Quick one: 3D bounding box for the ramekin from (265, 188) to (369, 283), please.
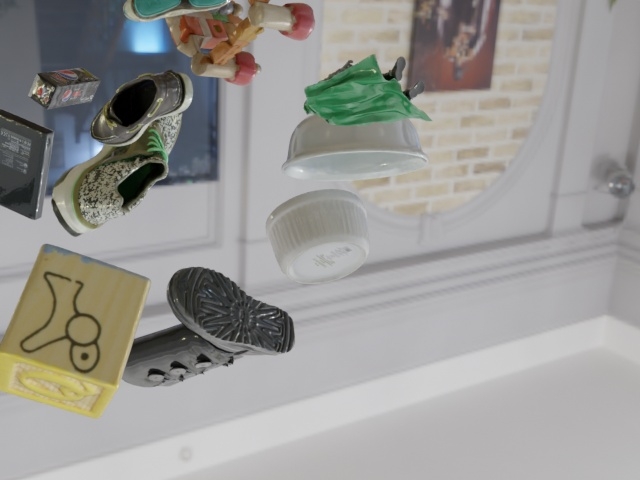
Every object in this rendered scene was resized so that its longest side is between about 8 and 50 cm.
[{"bbox_3d":[0.000,0.000,1.666,0.207,0.207,0.109,-4,-122,-19],"label":"ramekin"}]

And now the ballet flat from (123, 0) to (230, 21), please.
[{"bbox_3d":[-0.203,-0.348,1.196,0.168,0.057,0.052,-20,-166,-29],"label":"ballet flat"}]

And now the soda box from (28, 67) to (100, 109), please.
[{"bbox_3d":[-0.541,-0.324,1.783,0.053,0.060,0.169,34,-158,6],"label":"soda box"}]

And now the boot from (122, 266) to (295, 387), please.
[{"bbox_3d":[-0.340,0.219,1.956,0.445,0.146,0.367,-17,143,37],"label":"boot"}]

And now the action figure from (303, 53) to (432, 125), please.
[{"bbox_3d":[0.049,-0.219,1.259,0.232,0.137,0.063,-2,-132,50],"label":"action figure"}]

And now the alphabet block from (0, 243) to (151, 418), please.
[{"bbox_3d":[-0.406,0.152,1.372,0.192,0.193,0.197,20,-123,-12],"label":"alphabet block"}]

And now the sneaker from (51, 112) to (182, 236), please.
[{"bbox_3d":[-0.370,-0.157,1.756,0.182,0.158,0.410,2,-137,28],"label":"sneaker"}]

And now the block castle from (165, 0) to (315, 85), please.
[{"bbox_3d":[-0.213,-0.622,2.000,0.303,0.453,0.212,-31,165,38],"label":"block castle"}]

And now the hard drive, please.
[{"bbox_3d":[-0.428,-0.106,1.184,0.094,0.135,0.022,23,-155,12],"label":"hard drive"}]

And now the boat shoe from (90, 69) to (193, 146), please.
[{"bbox_3d":[-0.299,-0.208,1.320,0.227,0.081,0.068,-20,171,38],"label":"boat shoe"}]

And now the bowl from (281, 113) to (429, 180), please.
[{"bbox_3d":[0.066,-0.208,1.676,0.297,0.134,0.298,-2,174,0],"label":"bowl"}]
